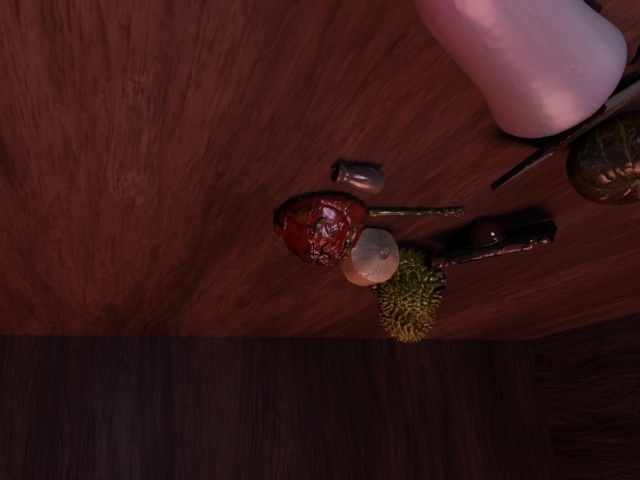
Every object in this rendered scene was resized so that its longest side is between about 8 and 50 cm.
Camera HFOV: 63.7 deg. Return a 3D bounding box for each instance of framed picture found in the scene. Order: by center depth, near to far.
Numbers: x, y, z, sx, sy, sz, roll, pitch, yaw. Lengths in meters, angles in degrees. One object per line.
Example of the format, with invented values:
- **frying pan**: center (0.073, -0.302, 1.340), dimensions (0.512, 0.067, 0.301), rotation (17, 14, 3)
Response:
- **framed picture**: center (0.425, -0.180, 0.869), dimensions (0.192, 0.018, 0.265), rotation (-30, 172, -28)

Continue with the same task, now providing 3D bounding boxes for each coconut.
- **coconut**: center (0.134, 0.046, 1.374), dimensions (0.146, 0.147, 0.152), rotation (4, 163, -20)

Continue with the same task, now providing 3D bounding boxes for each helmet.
- **helmet**: center (0.427, -0.025, 1.355), dimensions (0.111, 0.057, 0.089), rotation (-14, -163, 33)

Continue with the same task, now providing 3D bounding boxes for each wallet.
- **wallet**: center (0.463, 0.011, 1.390), dimensions (0.316, 0.044, 0.169), rotation (-17, -173, 34)

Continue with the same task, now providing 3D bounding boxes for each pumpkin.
- **pumpkin**: center (0.583, -0.138, 0.945), dimensions (0.218, 0.163, 0.219), rotation (-3, 156, -1)

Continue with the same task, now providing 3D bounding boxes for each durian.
- **durian**: center (0.266, 0.149, 1.531), dimensions (0.224, 0.291, 0.291), rotation (-20, 156, 12)

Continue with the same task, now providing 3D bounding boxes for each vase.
- **vase**: center (0.074, -0.126, 1.034), dimensions (0.100, 0.053, 0.053), rotation (11, 155, -23)

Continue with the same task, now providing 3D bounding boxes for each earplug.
- **earplug**: center (0.193, -0.258, 0.566), dimensions (0.172, 0.173, 0.301), rotation (-22, 144, 40)

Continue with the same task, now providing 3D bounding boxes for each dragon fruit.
- **dragon fruit**: center (0.003, -0.001, 1.213), dimensions (0.223, 0.148, 0.218), rotation (-7, 160, 9)

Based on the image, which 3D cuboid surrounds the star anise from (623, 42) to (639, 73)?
- **star anise**: center (0.386, -0.239, 0.705), dimensions (0.097, 0.190, 0.070), rotation (54, 158, -20)

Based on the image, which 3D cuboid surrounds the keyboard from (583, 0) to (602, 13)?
- **keyboard**: center (0.313, -0.280, 0.725), dimensions (0.053, 0.010, 0.155), rotation (6, 157, -27)

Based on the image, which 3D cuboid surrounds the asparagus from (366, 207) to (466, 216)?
- **asparagus**: center (0.234, -0.068, 1.256), dimensions (0.248, 0.025, 0.024), rotation (0, 144, -8)
